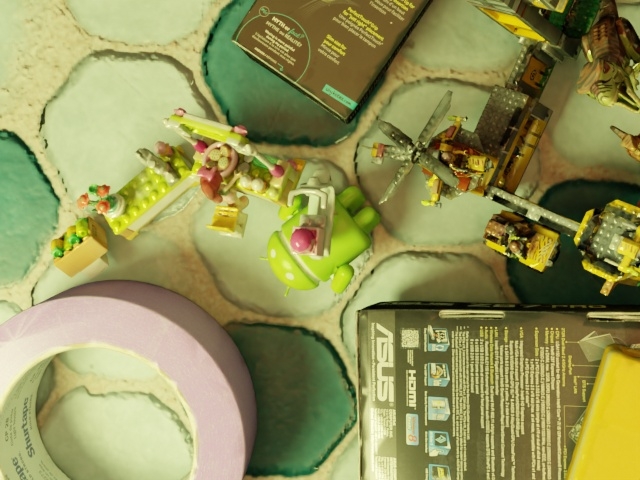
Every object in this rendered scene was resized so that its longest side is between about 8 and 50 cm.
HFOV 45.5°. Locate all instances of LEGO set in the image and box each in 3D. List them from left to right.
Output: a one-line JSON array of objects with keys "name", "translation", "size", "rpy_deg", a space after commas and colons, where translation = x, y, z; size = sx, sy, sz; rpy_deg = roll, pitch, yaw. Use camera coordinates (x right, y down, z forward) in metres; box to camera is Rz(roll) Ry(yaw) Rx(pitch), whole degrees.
[{"name": "LEGO set", "translation": [-0.131, -0.045, 0.667], "size": [0.286, 0.107, 0.132], "rpy_deg": [-4, 76, 18]}, {"name": "LEGO set", "translation": [0.195, -0.128, 0.582], "size": [0.255, 0.192, 0.331], "rpy_deg": [39, 109, 35]}]

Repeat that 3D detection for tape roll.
[{"name": "tape roll", "translation": [-0.201, 0.179, 0.729], "size": [0.274, 0.090, 0.275], "rpy_deg": [0, 97, 2]}]

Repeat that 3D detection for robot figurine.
[{"name": "robot figurine", "translation": [0.000, 0.000, 0.708], "size": [0.115, 0.067, 0.101], "rpy_deg": [-37, 76, 7]}]

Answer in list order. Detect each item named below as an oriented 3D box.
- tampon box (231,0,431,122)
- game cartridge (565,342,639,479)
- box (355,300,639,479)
[{"name": "tampon box", "translation": [0.021, -0.202, 0.665], "size": [0.120, 0.101, 0.161], "rpy_deg": [35, 96, -2]}, {"name": "game cartridge", "translation": [0.300, 0.268, 0.540], "size": [0.285, 0.052, 0.324], "rpy_deg": [17, 98, 16]}, {"name": "box", "translation": [0.192, 0.250, 0.645], "size": [0.318, 0.097, 0.395], "rpy_deg": [-2, 89, 20]}]
